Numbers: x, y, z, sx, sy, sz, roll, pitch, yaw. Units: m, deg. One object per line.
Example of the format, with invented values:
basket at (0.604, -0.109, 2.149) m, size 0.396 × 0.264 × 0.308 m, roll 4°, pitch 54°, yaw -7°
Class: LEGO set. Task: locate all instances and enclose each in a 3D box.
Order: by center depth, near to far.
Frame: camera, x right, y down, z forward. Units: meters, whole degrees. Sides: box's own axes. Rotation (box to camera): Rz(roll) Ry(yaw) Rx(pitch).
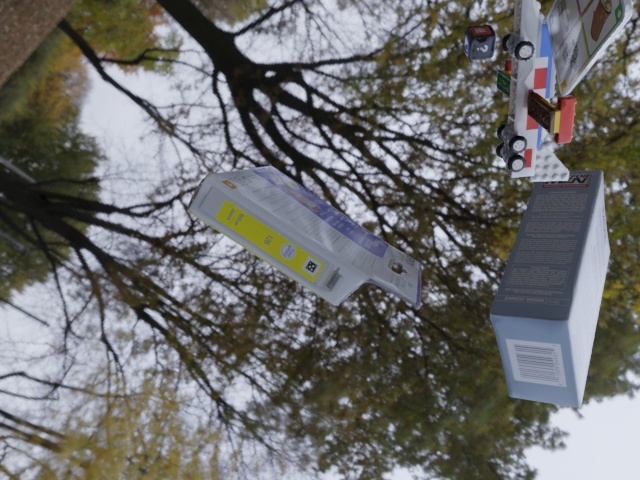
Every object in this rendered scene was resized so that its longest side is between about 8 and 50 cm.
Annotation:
LEGO set at (0.141, -0.150, 0.391) m, size 0.060 × 0.244 × 0.183 m, roll -5°, pitch -105°, yaw 0°

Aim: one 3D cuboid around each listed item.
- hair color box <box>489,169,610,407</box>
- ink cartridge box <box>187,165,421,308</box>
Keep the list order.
hair color box at (0.391, 0.062, 1.020) m, size 0.113 × 0.185 × 0.374 m, roll 2°, pitch -141°, yaw 32°
ink cartridge box at (0.000, 0.000, 0.896) m, size 0.072 × 0.307 × 0.303 m, roll -56°, pitch 176°, yaw 12°
